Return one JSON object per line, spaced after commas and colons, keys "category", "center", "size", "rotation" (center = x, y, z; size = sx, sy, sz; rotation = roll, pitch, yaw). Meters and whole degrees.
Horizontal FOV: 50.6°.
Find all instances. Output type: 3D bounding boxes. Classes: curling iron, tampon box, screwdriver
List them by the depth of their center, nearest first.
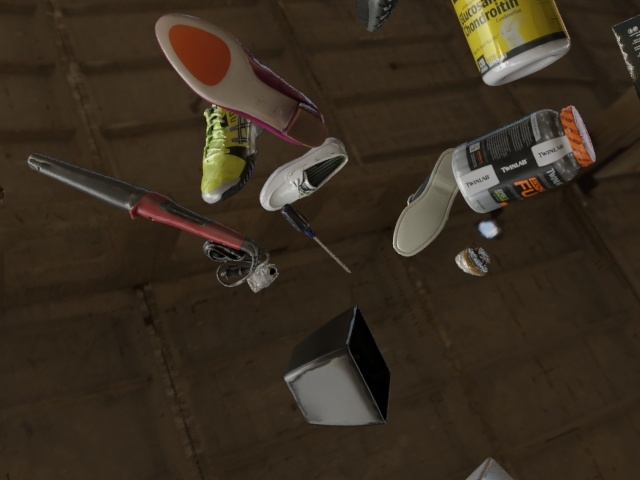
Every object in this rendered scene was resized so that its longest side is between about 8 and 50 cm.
{"category": "curling iron", "center": [-0.184, -0.026, 0.716], "size": [0.274, 0.068, 0.035], "rotation": [25, -145, -3]}
{"category": "tampon box", "center": [0.539, -0.280, 1.041], "size": [0.120, 0.101, 0.161], "rotation": [-29, -82, -49]}
{"category": "screwdriver", "center": [0.000, 0.000, 1.041], "size": [0.170, 0.025, 0.024], "rotation": [41, -141, -29]}

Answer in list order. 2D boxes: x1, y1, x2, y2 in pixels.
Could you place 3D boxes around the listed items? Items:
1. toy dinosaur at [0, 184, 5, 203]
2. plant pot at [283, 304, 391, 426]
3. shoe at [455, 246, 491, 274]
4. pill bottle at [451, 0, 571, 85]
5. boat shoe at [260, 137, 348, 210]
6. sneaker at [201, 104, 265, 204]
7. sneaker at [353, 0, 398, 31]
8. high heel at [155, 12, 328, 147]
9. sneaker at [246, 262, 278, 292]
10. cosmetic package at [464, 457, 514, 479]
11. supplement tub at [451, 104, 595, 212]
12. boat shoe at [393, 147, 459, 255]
{"category": "toy dinosaur", "center": [-0.596, -0.131, 1.079], "size": [0.112, 0.211, 0.064], "rotation": [-43, -131, -16]}
{"category": "plant pot", "center": [0.032, 0.276, 1.408], "size": [0.187, 0.167, 0.188], "rotation": [64, -162, -16]}
{"category": "shoe", "center": [0.370, 0.058, 1.650], "size": [0.077, 0.058, 0.219], "rotation": [58, -161, 11]}
{"category": "pill bottle", "center": [0.203, -0.279, 0.768], "size": [0.103, 0.103, 0.184], "rotation": [-20, -92, -34]}
{"category": "boat shoe", "center": [-0.039, -0.138, 1.479], "size": [0.083, 0.226, 0.076], "rotation": [42, -168, -34]}
{"category": "sneaker", "center": [-0.236, -0.251, 1.659], "size": [0.147, 0.145, 0.385], "rotation": [44, -139, -36]}
{"category": "sneaker", "center": [0.069, -0.471, 1.063], "size": [0.139, 0.341, 0.125], "rotation": [27, -108, 14]}
{"category": "high heel", "center": [-0.153, -0.303, 1.310], "size": [0.377, 0.127, 0.181], "rotation": [38, -172, -19]}
{"category": "sneaker", "center": [-0.121, 0.079, 1.557], "size": [0.054, 0.061, 0.152], "rotation": [59, -169, -6]}
{"category": "cosmetic package", "center": [0.273, 0.550, 1.107], "size": [0.230, 0.161, 0.453], "rotation": [45, -164, 18]}
{"category": "supplement tub", "center": [0.308, -0.125, 1.033], "size": [0.117, 0.190, 0.117], "rotation": [35, -137, -42]}
{"category": "boat shoe", "center": [0.236, -0.080, 1.455], "size": [0.095, 0.079, 0.255], "rotation": [25, -90, 9]}
